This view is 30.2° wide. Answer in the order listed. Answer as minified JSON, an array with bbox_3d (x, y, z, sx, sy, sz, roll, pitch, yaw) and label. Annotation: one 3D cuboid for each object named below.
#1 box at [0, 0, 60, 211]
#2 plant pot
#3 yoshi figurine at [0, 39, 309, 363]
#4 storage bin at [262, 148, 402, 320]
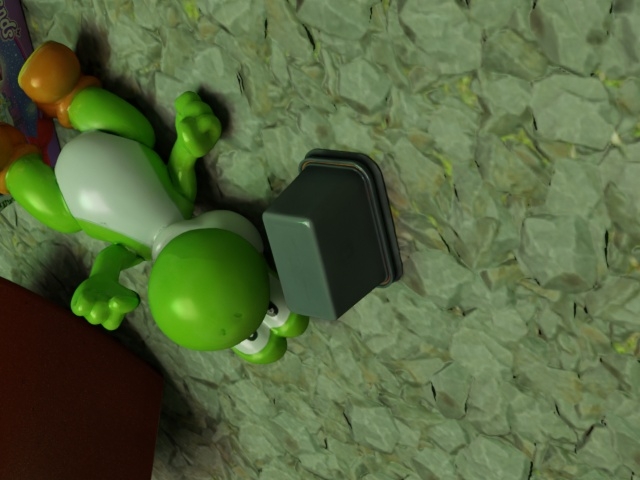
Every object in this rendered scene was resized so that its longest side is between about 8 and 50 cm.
[{"bbox_3d":[-0.369,-0.153,1.160,0.057,0.201,0.293,15,130,31],"label":"box"},{"bbox_3d":[-0.328,0.233,1.370,0.236,0.267,0.267,18,145,-22],"label":"plant pot"},{"bbox_3d":[-0.164,-0.021,1.101,0.362,0.203,0.203,39,132,5],"label":"yoshi figurine"},{"bbox_3d":[0.000,0.000,1.049,0.098,0.091,0.135,10,126,36],"label":"storage bin"}]
